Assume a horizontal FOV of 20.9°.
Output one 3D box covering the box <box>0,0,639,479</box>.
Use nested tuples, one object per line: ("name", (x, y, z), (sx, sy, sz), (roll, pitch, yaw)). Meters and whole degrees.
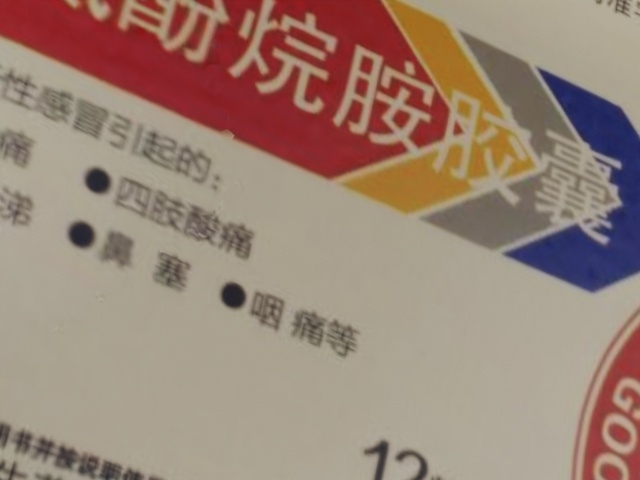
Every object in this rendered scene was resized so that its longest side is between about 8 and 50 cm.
("box", (0.000, 0.000, 0.443), (0.353, 0.214, 0.069), (23, 153, -21))
